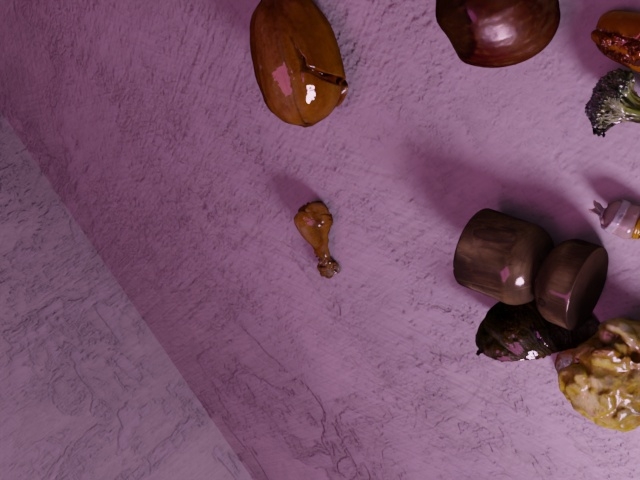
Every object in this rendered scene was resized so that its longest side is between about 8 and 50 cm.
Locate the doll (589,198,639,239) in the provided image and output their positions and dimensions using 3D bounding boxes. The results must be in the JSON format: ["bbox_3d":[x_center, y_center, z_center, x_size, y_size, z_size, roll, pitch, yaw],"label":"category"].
[{"bbox_3d":[0.573,-0.036,1.584,0.127,0.073,0.084,28,168,29],"label":"doll"}]

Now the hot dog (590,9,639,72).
[{"bbox_3d":[0.561,-0.313,1.369,0.249,0.076,0.102,29,133,32],"label":"hot dog"}]

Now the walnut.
[{"bbox_3d":[-0.058,-0.420,1.867,0.208,0.209,0.337,0,117,48],"label":"walnut"}]

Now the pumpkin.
[{"bbox_3d":[0.453,0.193,1.814,0.278,0.163,0.111,12,128,41],"label":"pumpkin"}]

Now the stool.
[{"bbox_3d":[0.429,0.054,1.719,0.264,0.179,0.179,23,134,35],"label":"stool"}]

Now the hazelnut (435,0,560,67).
[{"bbox_3d":[0.308,-0.419,1.460,0.218,0.218,0.234,-5,114,50],"label":"hazelnut"}]

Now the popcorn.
[{"bbox_3d":[0.594,0.264,1.640,0.192,0.233,0.266,51,173,48],"label":"popcorn"}]

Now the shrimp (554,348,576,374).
[{"bbox_3d":[0.594,0.293,1.828,0.187,0.051,0.133,16,129,44],"label":"shrimp"}]

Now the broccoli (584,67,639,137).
[{"bbox_3d":[0.559,-0.224,1.426,0.204,0.118,0.122,14,140,16],"label":"broccoli"}]

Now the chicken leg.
[{"bbox_3d":[-0.003,0.001,2.239,0.107,0.087,0.252,28,144,47],"label":"chicken leg"}]
